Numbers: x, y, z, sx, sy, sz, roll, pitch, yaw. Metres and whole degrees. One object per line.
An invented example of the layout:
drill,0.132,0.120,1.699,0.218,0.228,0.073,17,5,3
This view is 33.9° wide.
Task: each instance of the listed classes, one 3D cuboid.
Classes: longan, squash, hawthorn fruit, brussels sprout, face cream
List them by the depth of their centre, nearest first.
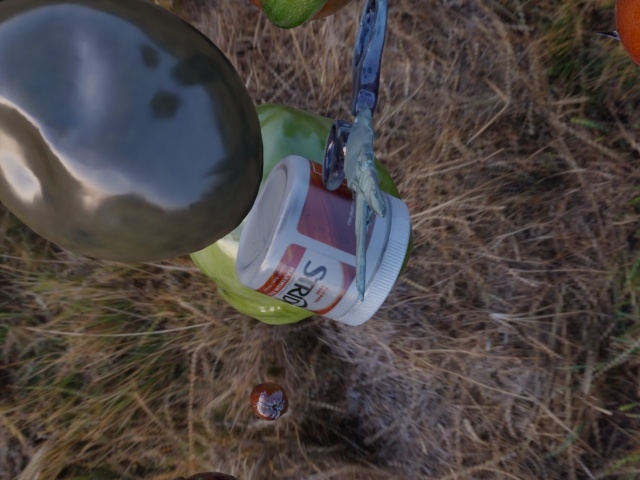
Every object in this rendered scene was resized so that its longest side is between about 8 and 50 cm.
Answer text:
squash,-0.006,-0.266,0.997,0.069,0.239,0.069,4,78,-16
longan,-0.221,-0.126,1.101,0.350,0.288,0.288,29,85,3
face cream,0.000,0.000,1.494,0.187,0.201,0.201,22,85,-17
brussels sprout,-0.029,-0.026,1.798,0.361,0.425,0.342,26,72,36
hawthorn fruit,-0.098,0.299,1.965,0.077,0.077,0.077,0,86,-3

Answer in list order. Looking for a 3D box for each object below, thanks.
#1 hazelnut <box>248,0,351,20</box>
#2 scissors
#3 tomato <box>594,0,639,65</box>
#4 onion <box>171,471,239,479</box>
hazelnut,-0.043,-0.423,1.580,0.186,0.210,0.210,-29,88,30
scissors,0.042,-0.087,1.122,0.029,0.383,0.256,10,126,-10
tomato,0.574,-0.337,1.590,0.256,0.256,0.224,28,126,-1
onion,-0.164,0.434,1.414,0.190,0.246,0.246,9,85,-33
